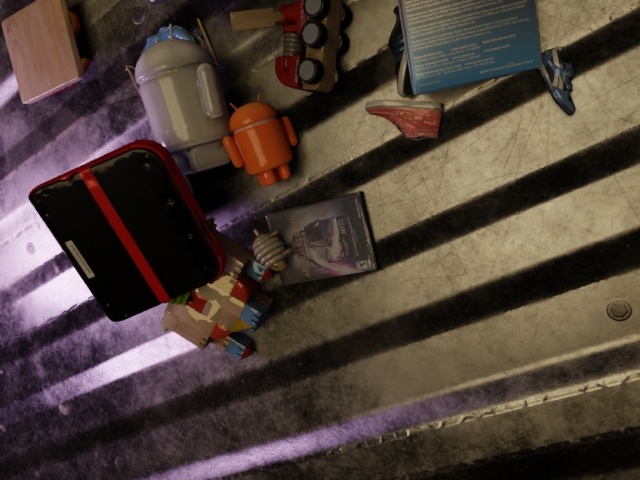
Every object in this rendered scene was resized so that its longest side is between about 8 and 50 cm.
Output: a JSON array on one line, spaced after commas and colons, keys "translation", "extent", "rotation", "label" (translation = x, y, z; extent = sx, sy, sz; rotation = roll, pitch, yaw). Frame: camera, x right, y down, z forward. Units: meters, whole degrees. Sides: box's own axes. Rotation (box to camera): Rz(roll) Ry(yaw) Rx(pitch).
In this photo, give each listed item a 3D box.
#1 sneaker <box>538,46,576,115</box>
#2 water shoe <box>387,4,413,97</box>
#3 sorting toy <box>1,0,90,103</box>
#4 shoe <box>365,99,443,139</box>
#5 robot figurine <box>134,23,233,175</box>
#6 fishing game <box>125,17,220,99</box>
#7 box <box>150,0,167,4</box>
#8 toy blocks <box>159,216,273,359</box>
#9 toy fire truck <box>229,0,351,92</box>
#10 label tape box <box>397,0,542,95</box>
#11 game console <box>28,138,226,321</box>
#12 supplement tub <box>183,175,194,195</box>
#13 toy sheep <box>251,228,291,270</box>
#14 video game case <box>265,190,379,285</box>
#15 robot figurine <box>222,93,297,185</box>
[{"translation": [0.484, -0.321, 1.034], "extent": [0.059, 0.053, 0.144], "rotation": [-25, 88, 24], "label": "sneaker"}, {"translation": [0.193, -0.424, 1.154], "extent": [0.080, 0.073, 0.203], "rotation": [24, 112, 50], "label": "water shoe"}, {"translation": [-0.817, -0.574, 1.568], "extent": [0.256, 0.089, 0.257], "rotation": [-12, 92, 25], "label": "sorting toy"}, {"translation": [0.185, -0.272, 1.171], "extent": [0.178, 0.063, 0.081], "rotation": [7, 96, 19], "label": "shoe"}, {"translation": [-0.342, -0.350, 1.309], "extent": [0.300, 0.200, 0.353], "rotation": [-5, 105, 45], "label": "robot figurine"}, {"translation": [-0.411, -0.493, 1.423], "extent": [0.264, 0.041, 0.189], "rotation": [-29, 87, 16], "label": "fishing game"}, {"translation": [-0.218, -0.800, 1.025], "extent": [0.472, 0.297, 0.480], "rotation": [-1, 138, 23], "label": "box"}, {"translation": [-0.255, 0.160, 1.397], "extent": [0.261, 0.191, 0.381], "rotation": [30, 109, 6], "label": "toy blocks"}, {"translation": [-0.079, -0.472, 1.226], "extent": [0.246, 0.158, 0.217], "rotation": [14, 104, 34], "label": "toy fire truck"}, {"translation": [0.275, -0.485, 1.005], "extent": [0.249, 0.115, 0.347], "rotation": [-9, 107, 13], "label": "label tape box"}, {"translation": [-0.447, -0.016, 1.237], "extent": [0.342, 0.060, 0.386], "rotation": [-22, 110, 8], "label": "game console"}, {"translation": [-0.492, -0.110, 1.390], "extent": [0.191, 0.272, 0.191], "rotation": [4, 99, 24], "label": "supplement tub"}, {"translation": [-0.130, 0.023, 1.325], "extent": [0.091, 0.091, 0.132], "rotation": [-42, 76, 24], "label": "toy sheep"}, {"translation": [0.000, 0.000, 1.320], "extent": [0.274, 0.026, 0.196], "rotation": [-12, 93, 25], "label": "video game case"}, {"translation": [-0.146, -0.248, 1.282], "extent": [0.158, 0.128, 0.219], "rotation": [-18, 103, 13], "label": "robot figurine"}]
